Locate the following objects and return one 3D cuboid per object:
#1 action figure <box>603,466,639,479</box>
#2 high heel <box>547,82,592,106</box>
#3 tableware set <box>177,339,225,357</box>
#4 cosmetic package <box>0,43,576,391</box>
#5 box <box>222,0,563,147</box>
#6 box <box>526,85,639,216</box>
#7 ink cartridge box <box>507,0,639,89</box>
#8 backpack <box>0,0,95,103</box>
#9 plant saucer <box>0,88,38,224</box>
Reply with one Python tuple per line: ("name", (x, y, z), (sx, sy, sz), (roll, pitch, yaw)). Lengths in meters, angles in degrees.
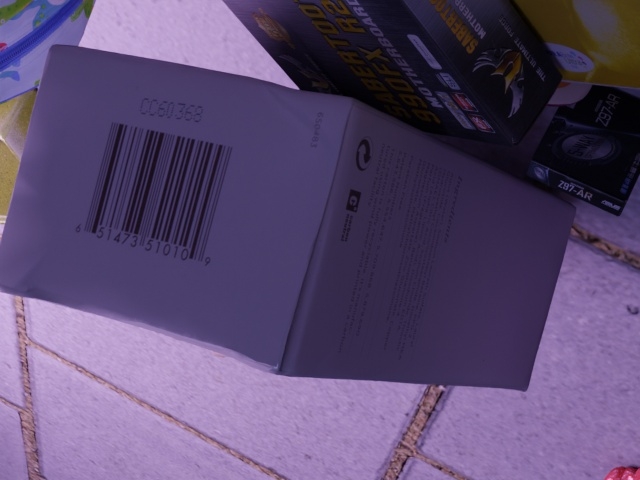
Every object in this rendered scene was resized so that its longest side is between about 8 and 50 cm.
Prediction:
("action figure", (0.291, 0.316, 1.293), (0.091, 0.139, 0.280), (18, 144, 20))
("high heel", (0.062, -0.159, 0.880), (0.244, 0.082, 0.117), (26, 177, -13))
("tableware set", (-0.139, 0.071, 1.424), (0.141, 0.020, 0.168), (20, 148, 19))
("cosmetic package", (0.000, 0.000, 0.890), (0.217, 0.156, 0.385), (14, 178, 30))
("box", (0.005, -0.154, 0.760), (0.183, 0.056, 0.231), (16, 155, 51))
("box", (0.181, -0.063, 0.883), (0.067, 0.083, 0.018), (26, 150, 11))
("ink cartridge box", (0.119, -0.182, 0.598), (0.307, 0.072, 0.303), (42, 172, -25))
("backpack", (-0.339, -0.188, 0.978), (0.355, 0.290, 0.273), (-34, 118, 26))
("plant saucer", (-0.312, -0.073, 1.343), (0.188, 0.045, 0.188), (6, 141, 37))
